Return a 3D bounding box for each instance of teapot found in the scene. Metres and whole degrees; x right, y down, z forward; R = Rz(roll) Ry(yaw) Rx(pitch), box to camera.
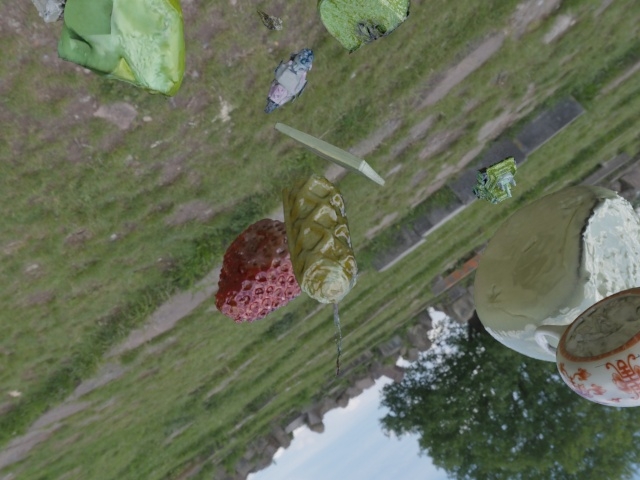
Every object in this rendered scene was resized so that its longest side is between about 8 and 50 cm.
[{"bbox_3d":[0.351,0.124,0.519,0.159,0.116,0.245,-56,-175,-25],"label":"teapot"}]

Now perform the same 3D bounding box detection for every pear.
[{"bbox_3d":[-0.391,-0.472,0.954,0.286,0.176,0.281,-8,115,-70],"label":"pear"},{"bbox_3d":[0.087,-0.681,1.224,0.255,0.163,0.238,20,164,-35],"label":"pear"}]

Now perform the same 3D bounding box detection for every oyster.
[{"bbox_3d":[-0.163,-0.697,1.396,0.034,0.093,0.051,-54,159,-17],"label":"oyster"}]

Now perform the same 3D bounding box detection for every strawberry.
[{"bbox_3d":[-0.168,0.074,1.260,0.336,0.265,0.149,-56,170,-37],"label":"strawberry"}]

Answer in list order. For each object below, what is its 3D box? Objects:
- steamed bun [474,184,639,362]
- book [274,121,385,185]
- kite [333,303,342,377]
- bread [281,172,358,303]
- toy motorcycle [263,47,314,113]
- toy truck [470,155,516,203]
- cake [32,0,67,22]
[{"bbox_3d":[0.475,0.079,0.862,0.333,0.233,0.312,-60,-170,-16],"label":"steamed bun"},{"bbox_3d":[0.035,-0.191,1.009,0.025,0.215,0.283,-64,162,7],"label":"book"},{"bbox_3d":[0.054,0.273,1.502,0.022,0.360,0.204,-3,176,5],"label":"kite"},{"bbox_3d":[0.000,0.000,0.879,0.130,0.267,0.152,-11,149,1],"label":"bread"},{"bbox_3d":[-0.091,-0.520,1.374,0.204,0.108,0.239,-30,-136,59],"label":"toy motorcycle"},{"bbox_3d":[0.660,-0.204,1.648,0.128,0.135,0.259,-25,168,3],"label":"toy truck"},{"bbox_3d":[-0.559,-0.572,0.957,0.135,0.134,0.147,-12,-160,42],"label":"cake"}]
